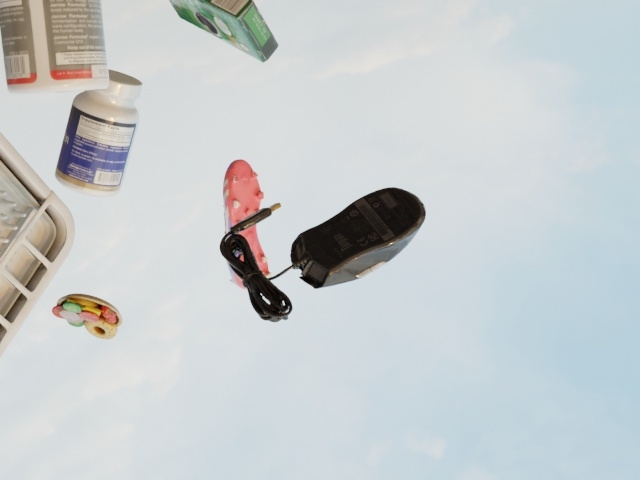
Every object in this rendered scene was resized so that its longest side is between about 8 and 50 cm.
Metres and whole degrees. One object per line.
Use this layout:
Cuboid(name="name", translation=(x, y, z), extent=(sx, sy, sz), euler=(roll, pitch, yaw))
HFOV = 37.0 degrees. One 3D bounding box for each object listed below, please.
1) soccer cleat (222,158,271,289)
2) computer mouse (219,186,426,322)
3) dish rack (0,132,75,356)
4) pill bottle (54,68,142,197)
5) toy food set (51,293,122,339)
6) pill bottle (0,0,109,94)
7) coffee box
Cuboid(name="soccer cleat", translation=(-0.153, -0.027, 1.782), extent=(0.083, 0.248, 0.095), euler=(-20, -163, -42))
Cuboid(name="computer mouse", translation=(0.000, 0.000, 1.258), extent=(0.262, 0.060, 0.184), euler=(-33, -131, -14))
Cuboid(name="dish rack", translation=(-0.507, -0.013, 1.319), extent=(0.072, 0.333, 0.286), euler=(8, -124, 31))
Cuboid(name="pill bottle", translation=(-0.491, -0.243, 2.141), extent=(0.153, 0.265, 0.153), euler=(18, -164, -5))
Cuboid(name="toy food set", translation=(-0.277, 0.089, 1.141), extent=(0.082, 0.083, 0.020), euler=(21, -121, -14))
Cuboid(name="pill bottle", translation=(-0.427, -0.377, 1.510), extent=(0.161, 0.283, 0.161), euler=(-3, -170, 1))
Cuboid(name="coffee box", translation=(-0.154, -0.338, 1.394), extent=(0.184, 0.113, 0.040), euler=(32, -101, 28))
